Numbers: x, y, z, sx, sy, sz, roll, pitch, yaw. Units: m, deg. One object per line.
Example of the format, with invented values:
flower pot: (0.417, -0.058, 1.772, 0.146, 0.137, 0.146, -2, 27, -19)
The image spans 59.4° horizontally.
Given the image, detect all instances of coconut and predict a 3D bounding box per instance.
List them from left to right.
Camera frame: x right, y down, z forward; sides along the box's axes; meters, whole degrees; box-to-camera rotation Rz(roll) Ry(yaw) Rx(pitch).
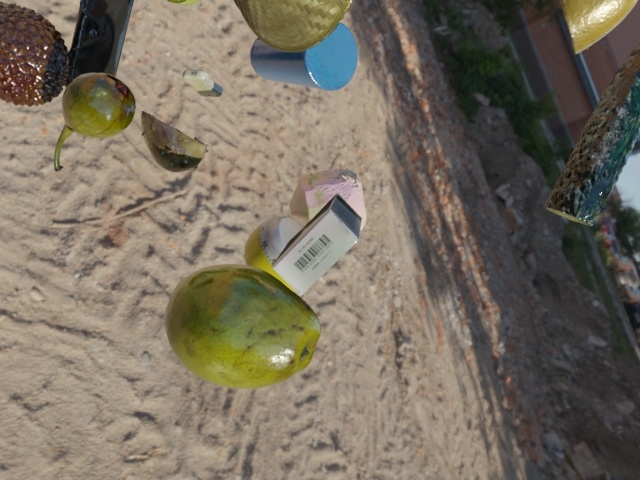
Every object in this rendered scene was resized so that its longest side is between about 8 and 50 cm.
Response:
coconut: (0.020, -0.124, 1.864, 0.233, 0.245, 0.233, 172, -90, -90)

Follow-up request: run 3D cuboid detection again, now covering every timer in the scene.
timer: (-0.159, 0.077, 1.915, 0.285, 0.285, 0.285, 43, 35, -42)

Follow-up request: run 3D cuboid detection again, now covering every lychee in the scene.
lychee: (-0.797, -0.480, 1.441, 0.267, 0.267, 0.268, 43, 35, -42)

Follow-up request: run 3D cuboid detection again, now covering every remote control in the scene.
remote control: (-0.317, -0.425, 1.516, 0.122, 0.074, 0.032, 35, 64, -71)

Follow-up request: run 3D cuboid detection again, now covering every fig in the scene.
fig: (-0.449, -0.218, 1.063, 0.124, 0.236, 0.124, 39, 30, -28)

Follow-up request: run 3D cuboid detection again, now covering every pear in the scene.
pear: (-0.159, 0.173, 1.125, 0.253, 0.307, 0.253, -58, 163, -31)

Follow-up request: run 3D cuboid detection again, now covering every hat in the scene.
hat: (-0.042, -0.229, 0.451, 0.067, 0.146, 0.146, -19, 88, -50)

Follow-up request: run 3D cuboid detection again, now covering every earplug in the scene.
earplug: (-0.056, -0.395, 1.202, 0.132, 0.273, 0.133, -13, 112, -35)

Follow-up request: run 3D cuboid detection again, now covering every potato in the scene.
potato: (-0.349, -0.215, 1.251, 0.172, 0.101, 0.089, 31, 3, -7)
potato: (0.564, -0.504, 1.138, 0.178, 0.158, 0.204, 9, 71, -59)

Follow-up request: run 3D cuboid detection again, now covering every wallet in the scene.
wallet: (-0.638, -0.609, 1.638, 0.051, 0.378, 0.197, 28, 21, 12)

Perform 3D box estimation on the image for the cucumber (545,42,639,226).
cucumber: (0.391, -0.158, 0.739, 0.067, 0.067, 0.294, 30, 87, -53)

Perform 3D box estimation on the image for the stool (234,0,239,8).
stool: (-0.092, -0.652, 1.307, 0.179, 0.179, 0.264, 45, 46, -40)

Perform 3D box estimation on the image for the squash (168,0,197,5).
squash: (-0.403, -0.813, 1.614, 0.049, 0.252, 0.252, -24, 92, -51)

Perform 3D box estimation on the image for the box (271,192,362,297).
box: (0.000, 0.000, 1.426, 0.106, 0.200, 0.299, 44, 12, -6)
